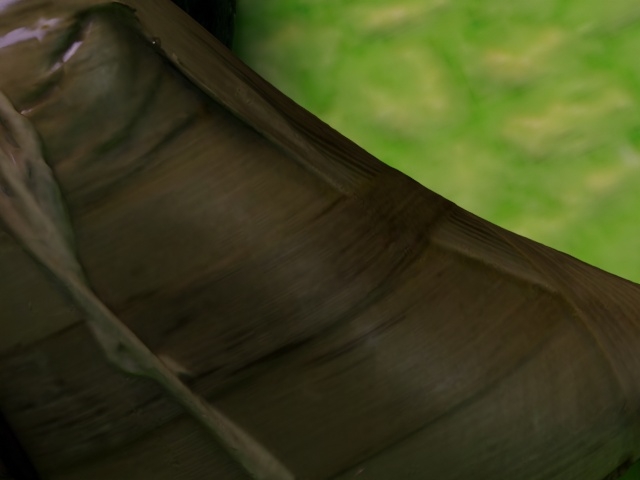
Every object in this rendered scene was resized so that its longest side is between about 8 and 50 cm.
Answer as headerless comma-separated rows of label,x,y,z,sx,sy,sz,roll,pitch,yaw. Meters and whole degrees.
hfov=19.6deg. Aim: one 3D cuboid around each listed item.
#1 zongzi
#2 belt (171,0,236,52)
zongzi,0.000,0.000,0.404,0.197,0.194,0.099,-22,32,1
belt,-0.127,-0.078,0.530,0.206,0.116,0.268,10,67,21
